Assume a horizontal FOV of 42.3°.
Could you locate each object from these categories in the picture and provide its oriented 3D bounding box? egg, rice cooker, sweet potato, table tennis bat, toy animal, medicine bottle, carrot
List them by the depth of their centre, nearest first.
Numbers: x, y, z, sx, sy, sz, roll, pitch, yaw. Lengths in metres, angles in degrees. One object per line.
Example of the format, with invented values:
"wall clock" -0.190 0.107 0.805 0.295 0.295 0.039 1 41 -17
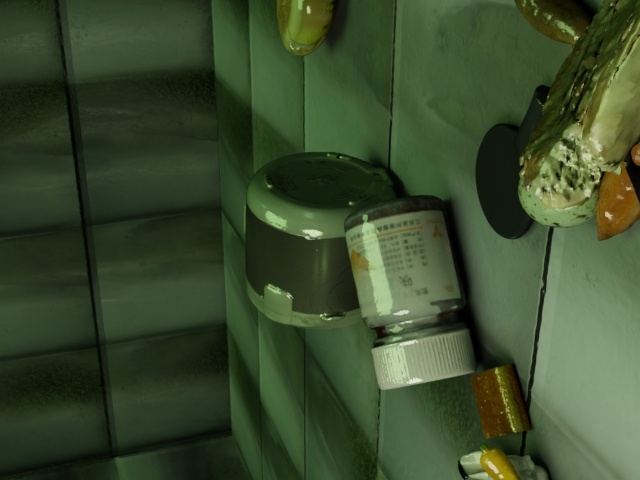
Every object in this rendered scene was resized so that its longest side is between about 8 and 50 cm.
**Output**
"carrot" 0.310 -0.067 0.811 0.205 0.072 0.072 100 156 -46
"egg" 0.269 -0.056 0.915 0.110 0.085 0.085 -176 79 -67
"sweet potato" 0.247 -0.303 0.927 0.081 0.062 0.233 135 122 -67
"table tennis bat" 0.249 -0.101 1.061 0.236 0.027 0.150 103 153 -52
"toy animal" 0.245 0.334 1.113 0.127 0.131 0.181 -59 26 30
"medicine bottle" 0.137 0.080 1.261 0.165 0.165 0.273 138 123 -69
"rice cooker" -0.002 0.002 1.501 0.288 0.288 0.277 -121 28 -52

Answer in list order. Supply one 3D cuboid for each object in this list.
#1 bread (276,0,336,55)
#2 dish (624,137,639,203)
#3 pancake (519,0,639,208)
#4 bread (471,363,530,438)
"bread" -0.026 -0.477 1.643 0.213 0.105 0.213 173 90 -76
"dish" 0.358 -0.046 0.564 0.303 0.120 0.303 178 90 -71
"pancake" 0.253 -0.187 0.625 0.382 0.071 0.382 -63 -8 -15
"bread" 0.254 0.229 1.170 0.090 0.035 0.094 127 133 -66
